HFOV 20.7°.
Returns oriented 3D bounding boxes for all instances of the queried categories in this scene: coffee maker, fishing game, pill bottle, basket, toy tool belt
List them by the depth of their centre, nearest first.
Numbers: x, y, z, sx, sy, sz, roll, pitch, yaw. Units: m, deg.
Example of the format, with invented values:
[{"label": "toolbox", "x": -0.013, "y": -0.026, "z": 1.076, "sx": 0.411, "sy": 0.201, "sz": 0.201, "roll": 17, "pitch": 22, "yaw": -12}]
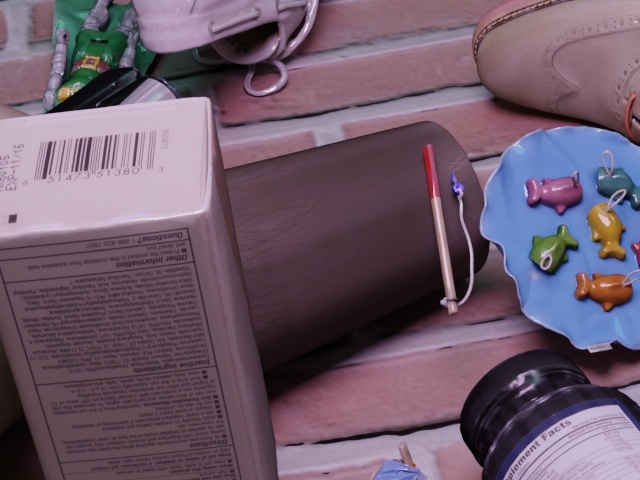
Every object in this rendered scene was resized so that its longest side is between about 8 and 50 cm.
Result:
[{"label": "pill bottle", "x": 0.178, "y": 0.170, "z": 1.115, "sx": 0.123, "sy": 0.123, "sz": 0.219, "roll": -19, "pitch": 40, "yaw": -14}, {"label": "toy tool belt", "x": 0.048, "y": 0.180, "z": 1.180, "sx": 0.052, "sy": 0.051, "sz": 0.083, "roll": 5, "pitch": 41, "yaw": 15}, {"label": "fishing game", "x": 0.207, "y": -0.006, "z": 1.305, "sx": 0.264, "sy": 0.041, "sz": 0.189, "roll": 2, "pitch": 66, "yaw": -18}, {"label": "basket", "x": 0.000, "y": 0.000, "z": 1.337, "sx": 0.227, "sy": 0.154, "sz": 0.204, "roll": -19, "pitch": 24, "yaw": -21}, {"label": "coffee maker", "x": -0.213, "y": -0.067, "z": 1.473, "sx": 0.171, "sy": 0.120, "sz": 0.178, "roll": 26, "pitch": 49, "yaw": 35}]

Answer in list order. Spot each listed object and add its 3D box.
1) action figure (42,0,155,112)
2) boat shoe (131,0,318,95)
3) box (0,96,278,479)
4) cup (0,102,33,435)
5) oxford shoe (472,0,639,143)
[{"label": "action figure", "x": -0.208, "y": -0.172, "z": 1.652, "sx": 0.137, "sy": 0.063, "sz": 0.232, "roll": 2, "pitch": 43, "yaw": 7}, {"label": "boat shoe", "x": -0.069, "y": -0.213, "z": 1.625, "sx": 0.136, "sy": 0.156, "sz": 0.367, "roll": 1, "pitch": 11, "yaw": 18}, {"label": "box", "x": -0.116, "y": 0.073, "z": 1.132, "sx": 0.148, "sy": 0.311, "sz": 0.121, "roll": -5, "pitch": 39, "yaw": 2}, {"label": "cup", "x": -0.293, "y": 0.019, "z": 1.260, "sx": 0.237, "sy": 0.331, "sz": 0.331, "roll": -20, "pitch": 38, "yaw": -40}, {"label": "oxford shoe", "x": 0.301, "y": -0.122, "z": 1.447, "sx": 0.397, "sy": 0.140, "sz": 0.146, "roll": 6, "pitch": 55, "yaw": 26}]
